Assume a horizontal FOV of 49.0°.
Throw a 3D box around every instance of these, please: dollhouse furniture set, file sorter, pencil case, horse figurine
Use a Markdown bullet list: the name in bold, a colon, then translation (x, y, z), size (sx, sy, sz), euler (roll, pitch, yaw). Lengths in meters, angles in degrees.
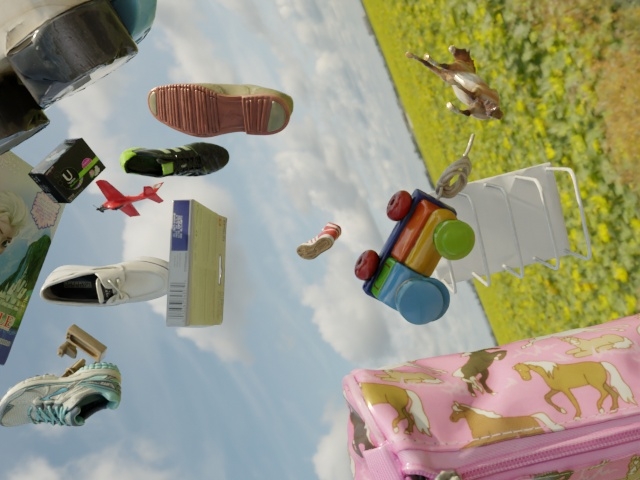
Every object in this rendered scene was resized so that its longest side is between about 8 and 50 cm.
- **dollhouse furniture set**: translation (-0.654, 0.340, 1.872), size (0.144, 0.151, 0.123), euler (33, -138, 6)
- **file sorter**: translation (0.354, -0.023, 1.354), size (0.173, 0.278, 0.192), euler (-96, -9, -83)
- **pencil case**: translation (0.215, 0.147, 0.589), size (0.167, 0.386, 0.160), euler (-109, 12, -47)
- **horse figurine**: translation (0.280, -0.300, 1.358), size (0.175, 0.066, 0.263), euler (7, -141, -38)

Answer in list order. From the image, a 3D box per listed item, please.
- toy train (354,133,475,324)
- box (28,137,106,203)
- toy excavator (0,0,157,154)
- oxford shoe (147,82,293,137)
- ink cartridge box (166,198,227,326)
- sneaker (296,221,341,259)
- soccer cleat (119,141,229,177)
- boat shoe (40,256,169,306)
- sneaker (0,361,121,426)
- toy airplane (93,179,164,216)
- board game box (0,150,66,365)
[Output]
- **toy train**: translation (0.146, -0.019, 0.853), size (0.105, 0.248, 0.143), euler (27, -174, -14)
- **box**: translation (-0.378, -0.105, 1.051), size (0.083, 0.052, 0.062), euler (-55, -50, -29)
- **toy excavator**: translation (-0.324, -0.256, 0.832), size (0.222, 0.433, 0.445), euler (58, -150, -13)
- **oxford shoe**: translation (-0.265, -0.361, 1.902), size (0.146, 0.397, 0.140), euler (-69, -14, -61)
- **ink cartridge box**: translation (-0.225, 0.048, 1.291), size (0.224, 0.045, 0.223), euler (44, -133, -80)
- **sneaker**: translation (0.000, 0.000, 1.531), size (0.042, 0.118, 0.067), euler (51, -132, -15)
- **soccer cleat**: translation (-0.236, -0.126, 1.148), size (0.072, 0.179, 0.060), euler (-122, 31, -63)
- **boat shoe**: translation (-0.422, 0.089, 1.402), size (0.088, 0.268, 0.096), euler (-90, 1, -71)
- **sneaker**: translation (-0.594, 0.371, 1.603), size (0.122, 0.283, 0.110), euler (-123, 22, -45)
- **toy airplane**: translation (-0.383, -0.083, 1.414), size (0.151, 0.151, 0.028), euler (51, -159, -58)
- **board game box**: translation (-0.548, 0.000, 1.062), size (0.318, 0.066, 0.317), euler (53, -132, -64)
